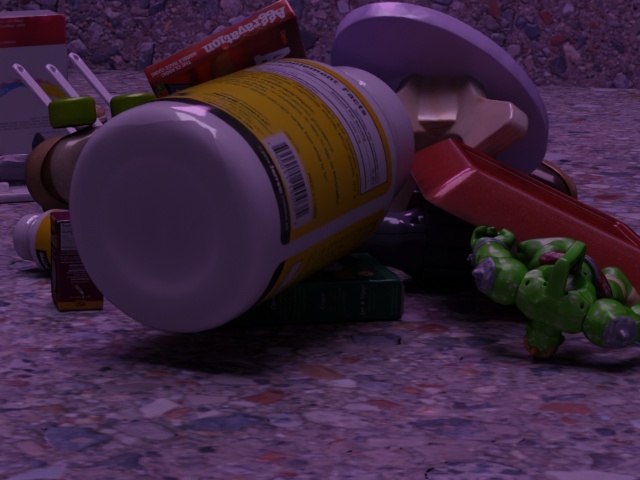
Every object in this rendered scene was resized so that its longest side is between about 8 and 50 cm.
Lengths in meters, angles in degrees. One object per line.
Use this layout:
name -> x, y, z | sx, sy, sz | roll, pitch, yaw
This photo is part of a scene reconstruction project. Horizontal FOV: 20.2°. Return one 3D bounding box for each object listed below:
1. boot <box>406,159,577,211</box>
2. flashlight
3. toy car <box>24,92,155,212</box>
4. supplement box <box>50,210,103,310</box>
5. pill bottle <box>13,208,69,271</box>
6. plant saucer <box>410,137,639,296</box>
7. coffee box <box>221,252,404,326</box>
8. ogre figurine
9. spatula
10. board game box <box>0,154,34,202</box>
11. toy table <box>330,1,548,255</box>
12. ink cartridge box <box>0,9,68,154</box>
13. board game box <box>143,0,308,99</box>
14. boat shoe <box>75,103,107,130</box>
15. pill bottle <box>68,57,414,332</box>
boot -> 0.143, -0.035, 2.042 | 0.248, 0.090, 0.207 | 10, 26, 34
flashlight -> 0.000, 0.000, 1.751 | 0.304, 0.103, 0.103 | 3, 37, -8
toy car -> -0.270, -0.076, 2.022 | 0.149, 0.155, 0.188 | -7, 0, -36
supplement box -> -0.223, 0.018, 1.645 | 0.043, 0.083, 0.055 | -2, 10, -15
pill bottle -> -0.246, 0.003, 1.780 | 0.116, 0.065, 0.065 | 7, 12, 35
plant saucer -> 0.212, -0.022, 1.702 | 0.258, 0.048, 0.259 | 26, 8, -6
coffee box -> -0.028, 0.044, 1.631 | 0.184, 0.040, 0.113 | -2, 13, -15
ogre figurine -> 0.203, 0.041, 1.492 | 0.197, 0.097, 0.118 | 42, 24, 12
spatula -> -0.266, -0.131, 2.204 | 0.242, 0.019, 0.168 | 49, 29, 8
board game box -> -0.400, -0.109, 2.416 | 0.389, 0.050, 0.390 | -5, 12, -27
toy table -> 0.121, -0.109, 1.901 | 0.274, 0.252, 0.161 | 26, 44, -16
ink cartridge box -> -0.395, -0.203, 2.311 | 0.127, 0.176, 0.128 | -6, 11, -18
board game box -> -0.070, -0.116, 1.725 | 0.145, 0.027, 0.281 | -29, -26, -5
boat shoe -> -0.395, -0.194, 2.540 | 0.190, 0.072, 0.068 | 2, 10, 8
pill bottle -> -0.051, -0.053, 1.540 | 0.187, 0.188, 0.334 | 6, 17, 27
